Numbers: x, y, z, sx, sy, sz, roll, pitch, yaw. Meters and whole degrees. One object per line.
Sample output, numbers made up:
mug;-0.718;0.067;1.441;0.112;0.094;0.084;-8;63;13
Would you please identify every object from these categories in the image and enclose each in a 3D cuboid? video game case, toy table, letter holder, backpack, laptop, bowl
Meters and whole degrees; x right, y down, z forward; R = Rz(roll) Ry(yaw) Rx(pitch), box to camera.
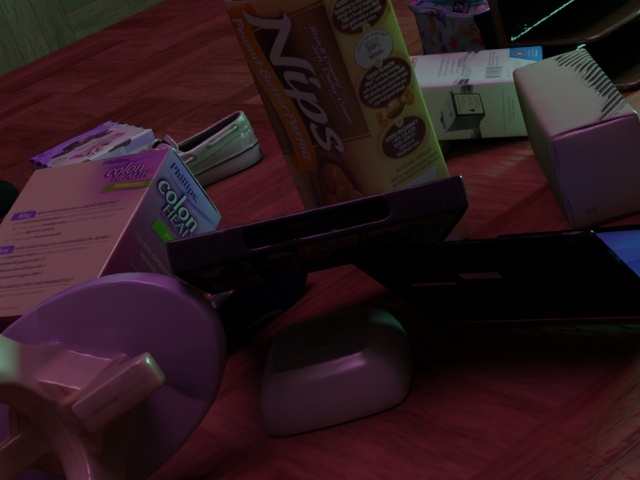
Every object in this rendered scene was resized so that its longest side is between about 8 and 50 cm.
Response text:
video game case;0.000;0.000;1.138;0.248;0.035;0.275;-12;-6;0
toy table;-0.210;0.149;1.002;0.274;0.252;0.161;-47;1;18
letter holder;0.414;-0.328;1.707;0.214;0.152;0.302;5;32;45
backpack;0.260;-0.367;1.913;0.225;0.191;0.253;-30;18;-22
laptop;0.193;-0.001;1.108;0.234;0.264;0.137;-5;64;36
bowl;0.010;0.110;1.123;0.142;0.053;0.142;-15;22;10

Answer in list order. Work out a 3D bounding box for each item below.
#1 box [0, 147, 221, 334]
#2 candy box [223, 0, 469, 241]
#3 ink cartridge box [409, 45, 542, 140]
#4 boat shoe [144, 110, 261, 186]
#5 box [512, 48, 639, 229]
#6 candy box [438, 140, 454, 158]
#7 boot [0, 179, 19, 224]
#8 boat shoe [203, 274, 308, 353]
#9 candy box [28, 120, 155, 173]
box;-0.263;0.031;1.385;0.213;0.117;0.243;-7;44;32
candy box;0.028;-0.131;1.332;0.087;0.316;0.183;-33;24;-29
ink cartridge box;0.194;-0.191;1.609;0.190;0.082;0.140;-4;25;12
boat shoe;-0.219;-0.113;1.835;0.267;0.088;0.096;-23;21;-8
box;0.284;-0.118;1.360;0.094;0.113;0.275;-17;22;6
candy box;0.120;-0.130;1.634;0.105;0.027;0.206;3;28;21
boot;-0.549;0.013;1.822;0.246;0.094;0.207;-54;-4;1
boat shoe;-0.089;0.060;1.318;0.066;0.066;0.183;1;29;47
candy box;-0.368;-0.128;2.035;0.165;0.070;0.196;-29;22;-22
